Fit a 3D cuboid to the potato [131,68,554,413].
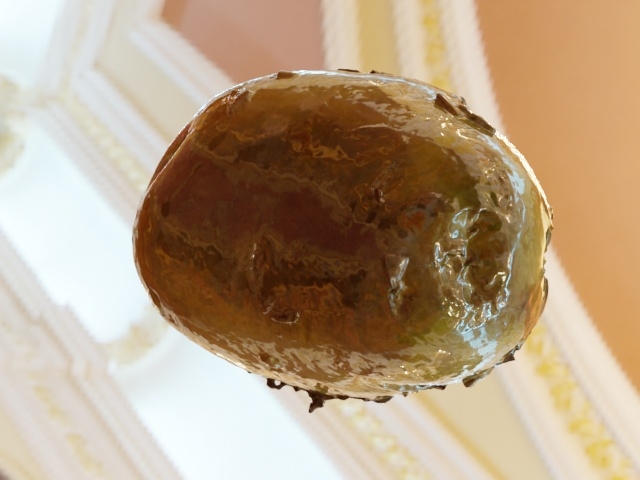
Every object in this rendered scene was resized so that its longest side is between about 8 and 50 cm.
[{"bbox_3d":[0.000,0.000,0.866,0.200,0.081,0.164,7,-89,27],"label":"potato"}]
